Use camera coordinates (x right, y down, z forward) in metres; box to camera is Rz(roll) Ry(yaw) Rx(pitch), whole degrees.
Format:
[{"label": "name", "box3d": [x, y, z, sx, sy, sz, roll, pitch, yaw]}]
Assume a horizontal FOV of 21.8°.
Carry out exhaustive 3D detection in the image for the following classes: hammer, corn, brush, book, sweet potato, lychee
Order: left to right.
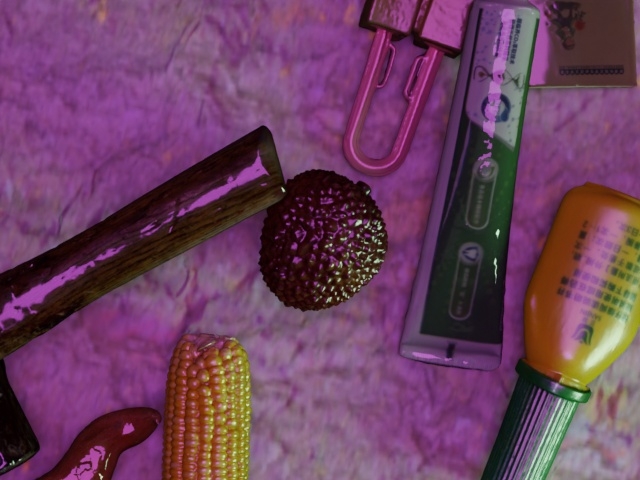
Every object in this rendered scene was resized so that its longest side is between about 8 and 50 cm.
[{"label": "sweet potato", "box3d": [-0.225, 0.219, 1.505, 0.202, 0.055, 0.058, -40, 109, -7]}, {"label": "hammer", "box3d": [-0.208, 0.029, 1.474, 0.409, 0.095, 0.242, -29, 88, 1]}, {"label": "corn", "box3d": [-0.104, 0.208, 1.502, 0.081, 0.081, 0.248, 2, 87, -5]}, {"label": "lychee", "box3d": [0.002, 0.003, 1.503, 0.123, 0.123, 0.129, 18, 81, -4]}, {"label": "brush", "box3d": [0.079, -0.172, 1.554, 0.103, 0.047, 0.233, 19, 87, -8]}, {"label": "book", "box3d": [0.232, -0.243, 1.583, 0.139, 0.016, 0.198, -1, 87, -9]}]

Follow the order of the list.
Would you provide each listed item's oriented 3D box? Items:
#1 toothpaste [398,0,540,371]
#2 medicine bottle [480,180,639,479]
[{"label": "toothpaste", "box3d": [0.150, -0.073, 1.540, 0.099, 0.061, 0.392, 8, 98, -5]}, {"label": "medicine bottle", "box3d": [0.227, 0.100, 1.540, 0.111, 0.076, 0.308, 23, 85, -1]}]
